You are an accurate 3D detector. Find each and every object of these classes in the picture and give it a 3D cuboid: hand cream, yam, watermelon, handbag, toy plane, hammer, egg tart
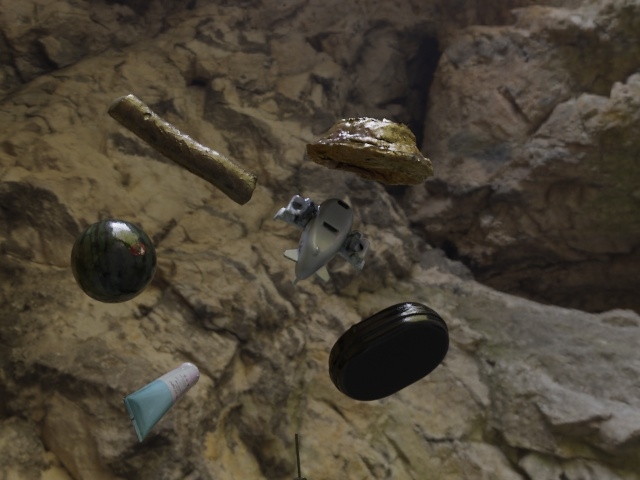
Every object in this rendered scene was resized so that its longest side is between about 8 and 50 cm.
[{"bbox_3d":[-0.401,0.395,1.554,0.312,0.070,0.111,-25,-82,-74],"label":"hand cream"},{"bbox_3d":[-0.299,-0.203,1.364,0.357,0.081,0.081,35,-109,-13],"label":"yam"},{"bbox_3d":[-0.512,0.049,1.529,0.212,0.212,0.212,-22,-60,-46],"label":"watermelon"},{"bbox_3d":[0.166,0.273,1.494,0.308,0.093,0.253,-27,-47,-2],"label":"handbag"},{"bbox_3d":[0.002,-0.003,1.577,0.267,0.267,0.122,-43,-4,-35],"label":"toy plane"},{"bbox_3d":[-0.047,0.478,1.344,0.019,0.035,0.110,6,-110,-30],"label":"hammer"},{"bbox_3d":[0.136,-0.239,1.612,0.352,0.352,0.149,11,-91,-53],"label":"egg tart"}]
